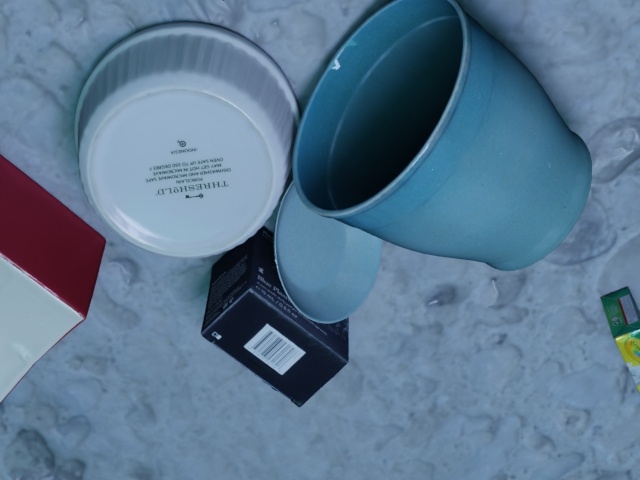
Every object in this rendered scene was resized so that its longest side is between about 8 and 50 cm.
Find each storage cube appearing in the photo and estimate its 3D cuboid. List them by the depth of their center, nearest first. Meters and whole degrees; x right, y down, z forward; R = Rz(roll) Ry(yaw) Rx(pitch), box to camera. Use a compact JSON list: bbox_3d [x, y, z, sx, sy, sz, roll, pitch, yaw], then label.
[{"bbox_3d":[-0.390,0.045,1.717,0.215,0.193,0.184,40,111,-20],"label":"storage cube"}]

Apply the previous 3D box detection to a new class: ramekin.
[{"bbox_3d":[-0.155,-0.103,1.677,0.273,0.127,0.273,0,117,0],"label":"ramekin"}]

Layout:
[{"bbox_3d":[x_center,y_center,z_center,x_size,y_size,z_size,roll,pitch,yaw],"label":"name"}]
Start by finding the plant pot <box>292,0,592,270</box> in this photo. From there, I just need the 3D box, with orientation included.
[{"bbox_3d":[0.152,-0.098,1.622,0.255,0.271,0.271,29,115,-31],"label":"plant pot"}]

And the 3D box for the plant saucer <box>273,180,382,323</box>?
[{"bbox_3d":[0.000,0.000,1.727,0.037,0.195,0.195,3,126,42],"label":"plant saucer"}]

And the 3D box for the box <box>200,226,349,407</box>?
[{"bbox_3d":[-0.051,0.088,1.760,0.156,0.158,0.093,38,113,-19],"label":"box"}]

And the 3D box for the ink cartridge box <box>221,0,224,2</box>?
[{"bbox_3d":[-0.116,-0.371,1.547,0.062,0.109,0.209,-20,116,11],"label":"ink cartridge box"}]

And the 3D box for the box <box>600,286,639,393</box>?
[{"bbox_3d":[0.408,0.158,1.830,0.043,0.105,0.179,-22,116,12],"label":"box"}]
